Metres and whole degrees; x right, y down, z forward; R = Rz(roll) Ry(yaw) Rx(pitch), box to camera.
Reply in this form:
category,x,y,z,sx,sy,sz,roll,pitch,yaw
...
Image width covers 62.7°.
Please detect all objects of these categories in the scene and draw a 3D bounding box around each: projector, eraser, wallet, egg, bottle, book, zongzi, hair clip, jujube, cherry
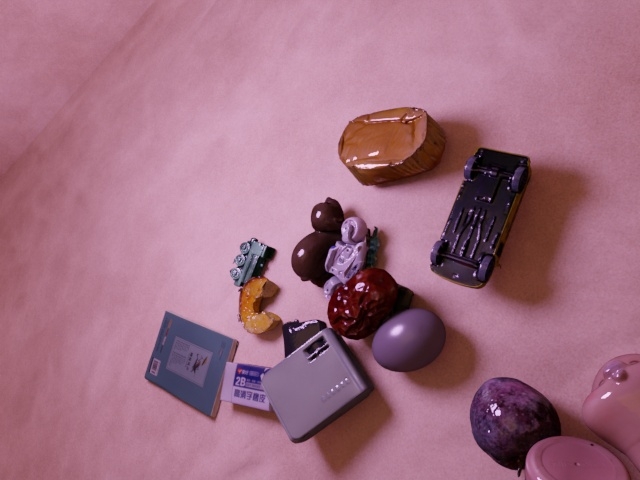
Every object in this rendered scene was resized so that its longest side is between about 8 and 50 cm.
category,x,y,z,sx,sy,sz,roll,pitch,yaw
projector,-0.011,0.387,1.411,0.250,0.108,0.198,-39,64,7
eraser,-0.205,0.441,1.595,0.210,0.068,0.125,-1,76,36
wallet,-0.044,0.347,1.524,0.149,0.044,0.250,-12,69,29
egg,0.216,0.248,1.299,0.198,0.146,0.147,-30,61,27
bottle,0.460,0.529,0.988,0.206,0.173,0.297,26,127,58
book,-0.452,0.411,1.803,0.379,0.031,0.264,14,85,37
zongzi,0.191,0.164,1.410,0.113,0.052,0.104,25,98,51
hair clip,0.140,0.043,1.477,0.049,0.049,0.173,0,78,36
jujube,0.110,0.162,1.367,0.155,0.155,0.230,68,149,29
cherry,0.402,0.379,1.105,0.195,0.195,0.195,-11,70,33

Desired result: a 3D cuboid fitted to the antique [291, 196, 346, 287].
category,x,y,z,sx,sy,sz,roll,pitch,yaw
antique,0.000,0.000,1.535,0.121,0.143,0.257,25,89,40

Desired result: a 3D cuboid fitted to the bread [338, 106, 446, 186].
category,x,y,z,sx,sy,sz,roll,pitch,yaw
bread,0.203,-0.253,1.460,0.288,0.156,0.204,-9,63,36

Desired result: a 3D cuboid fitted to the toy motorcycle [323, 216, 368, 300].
category,x,y,z,sx,sy,sz,roll,pitch,yaw
toy motorcycle,0.077,0.060,1.472,0.112,0.112,0.254,24,103,38

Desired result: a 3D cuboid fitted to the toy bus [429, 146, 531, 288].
category,x,y,z,sx,sy,sz,roll,pitch,yaw
toy bus,0.392,-0.045,1.261,0.145,0.151,0.331,20,87,32

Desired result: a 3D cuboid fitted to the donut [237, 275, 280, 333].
category,x,y,z,sx,sy,sz,roll,pitch,yaw
donut,-0.193,0.207,1.653,0.146,0.078,0.181,-21,71,30

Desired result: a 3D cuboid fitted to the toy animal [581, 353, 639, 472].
category,x,y,z,sx,sy,sz,roll,pitch,yaw
toy animal,0.633,0.349,0.936,0.237,0.269,0.326,-43,88,18

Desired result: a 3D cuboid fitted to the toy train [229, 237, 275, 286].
category,x,y,z,sx,sy,sz,roll,pitch,yaw
toy train,-0.226,0.078,1.719,0.111,0.071,0.171,20,89,31
